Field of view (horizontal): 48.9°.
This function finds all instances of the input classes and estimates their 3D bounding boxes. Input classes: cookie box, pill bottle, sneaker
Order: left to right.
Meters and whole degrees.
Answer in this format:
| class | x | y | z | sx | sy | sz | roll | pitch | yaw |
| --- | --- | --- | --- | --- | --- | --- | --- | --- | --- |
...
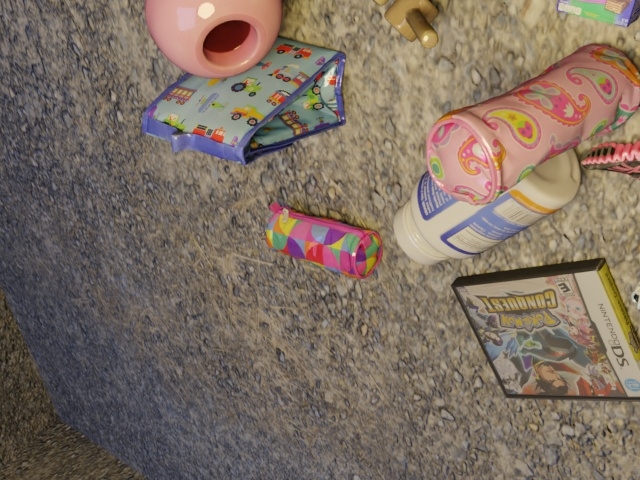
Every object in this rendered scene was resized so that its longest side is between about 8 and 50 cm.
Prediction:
| class | x | y | z | sx | sy | sz | roll | pitch | yaw |
| --- | --- | --- | --- | --- | --- | --- | --- | --- | --- |
| pill bottle | 0.230 | -0.064 | 1.040 | 0.152 | 0.152 | 0.272 | 51 | 141 | -1 |
| cookie box | 0.338 | -0.317 | 0.827 | 0.092 | 0.040 | 0.107 | 26 | 134 | 28 |
| sneaker | 0.407 | -0.101 | 0.934 | 0.119 | 0.047 | 0.057 | -1 | 130 | 45 |

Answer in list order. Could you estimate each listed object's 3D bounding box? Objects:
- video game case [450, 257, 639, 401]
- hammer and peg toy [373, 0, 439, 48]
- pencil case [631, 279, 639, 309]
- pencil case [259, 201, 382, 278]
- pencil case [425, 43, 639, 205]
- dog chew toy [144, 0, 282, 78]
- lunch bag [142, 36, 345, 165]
| class | x | y | z | sx | sy | sz | roll | pitch | yaw |
| --- | --- | --- | --- | --- | --- | --- | --- | --- | --- |
| video game case | 0.380 | 0.157 | 1.165 | 0.275 | 0.035 | 0.248 | -12 | 111 | 47 |
| hammer and peg toy | 0.054 | -0.387 | 0.857 | 0.361 | 0.266 | 0.127 | 35 | 106 | -28 |
| pencil case | 0.481 | -0.012 | 0.873 | 0.124 | 0.113 | 0.273 | 10 | 129 | 11 |
| pencil case | 0.000 | 0.000 | 1.352 | 0.236 | 0.104 | 0.104 | 17 | 130 | 32 |
| pencil case | 0.263 | -0.142 | 0.850 | 0.124 | 0.284 | 0.124 | 42 | 147 | 35 |
| dog chew toy | -0.189 | -0.411 | 1.104 | 0.332 | 0.207 | 0.206 | 65 | 149 | 31 |
| lunch bag | -0.130 | -0.220 | 1.144 | 0.221 | 0.293 | 0.138 | 23 | 133 | 30 |
